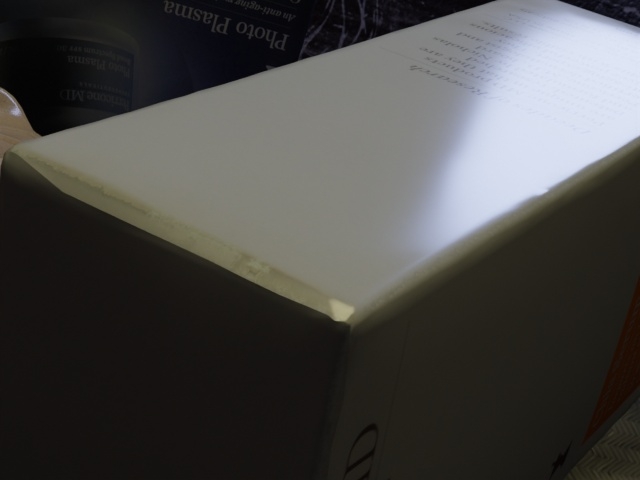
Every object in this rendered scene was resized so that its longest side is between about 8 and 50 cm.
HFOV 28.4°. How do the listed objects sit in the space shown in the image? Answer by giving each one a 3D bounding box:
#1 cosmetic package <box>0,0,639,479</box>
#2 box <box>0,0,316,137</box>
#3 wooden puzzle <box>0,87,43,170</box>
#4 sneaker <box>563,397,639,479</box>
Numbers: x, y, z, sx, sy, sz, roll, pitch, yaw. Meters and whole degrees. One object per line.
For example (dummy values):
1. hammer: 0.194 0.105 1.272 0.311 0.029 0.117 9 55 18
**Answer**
1. cosmetic package: 0.052 0.030 0.638 0.161 0.230 0.453 25 30 26
2. box: -0.189 -0.143 1.138 0.296 0.294 0.183 13 15 -16
3. wooden puzzle: -0.265 -0.025 0.774 0.322 0.080 0.348 6 21 -41
4. sneaker: 0.174 0.120 0.961 0.293 0.108 0.169 17 5 -18
